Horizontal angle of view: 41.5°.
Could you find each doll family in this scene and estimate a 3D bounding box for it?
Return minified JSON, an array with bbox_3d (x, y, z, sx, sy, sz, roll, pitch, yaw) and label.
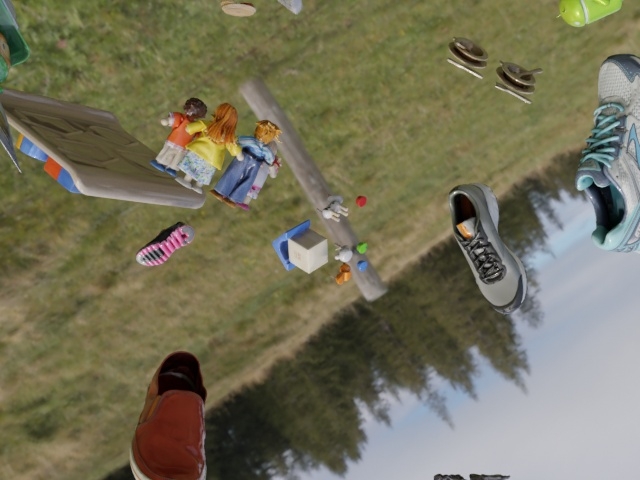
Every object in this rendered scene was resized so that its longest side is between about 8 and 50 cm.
[{"bbox_3d":[-0.150,-0.148,1.458,0.263,0.118,0.163,25,98,-41],"label":"doll family"}]

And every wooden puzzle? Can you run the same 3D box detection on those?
[{"bbox_3d":[-0.436,-0.161,1.639,0.322,0.348,0.080,5,119,-54],"label":"wooden puzzle"}]

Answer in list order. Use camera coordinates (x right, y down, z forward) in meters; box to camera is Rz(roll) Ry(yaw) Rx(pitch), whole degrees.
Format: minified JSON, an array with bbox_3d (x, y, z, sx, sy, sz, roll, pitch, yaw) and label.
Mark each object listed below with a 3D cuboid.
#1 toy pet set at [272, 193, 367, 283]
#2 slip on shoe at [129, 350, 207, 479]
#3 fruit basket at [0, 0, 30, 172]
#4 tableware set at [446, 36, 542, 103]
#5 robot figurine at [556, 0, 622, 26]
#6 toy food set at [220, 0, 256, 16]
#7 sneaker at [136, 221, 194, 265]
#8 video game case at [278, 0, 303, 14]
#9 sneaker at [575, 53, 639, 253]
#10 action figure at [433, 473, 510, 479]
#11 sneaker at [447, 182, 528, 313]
[{"bbox_3d":[0.000,0.000,1.112,0.114,0.065,0.122,-30,134,-33],"label":"toy pet set"},{"bbox_3d":[-0.237,0.294,1.371,0.331,0.123,0.101,-103,-150,-63],"label":"slip on shoe"},{"bbox_3d":[-0.517,-0.310,1.219,0.165,0.353,0.327,-29,132,-12],"label":"fruit basket"},{"bbox_3d":[0.345,-0.353,1.671,0.039,0.194,0.128,-61,-176,36],"label":"tableware set"},{"bbox_3d":[0.439,-0.390,1.367,0.115,0.067,0.101,-23,180,7],"label":"robot figurine"},{"bbox_3d":[-0.191,-0.542,1.973,0.083,0.020,0.082,2,178,-2],"label":"toy food set"},{"bbox_3d":[-0.297,0.003,1.596,0.119,0.057,0.047,-31,128,-12],"label":"sneaker"},{"bbox_3d":[-0.123,-0.505,1.546,0.026,0.206,0.227,-52,-178,5],"label":"video game case"},{"bbox_3d":[0.414,-0.118,1.163,0.122,0.282,0.110,-8,178,-18],"label":"sneaker"},{"bbox_3d":[0.226,0.494,1.273,0.164,0.275,0.141,3,166,-9],"label":"action figure"},{"bbox_3d":[0.309,0.015,1.627,0.100,0.271,0.108,-30,161,34],"label":"sneaker"}]
